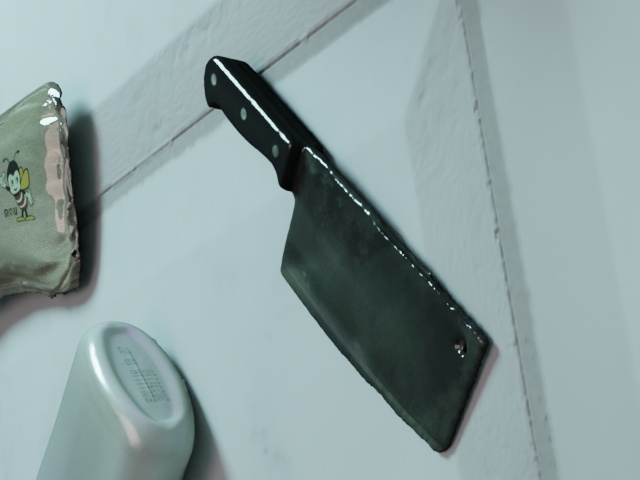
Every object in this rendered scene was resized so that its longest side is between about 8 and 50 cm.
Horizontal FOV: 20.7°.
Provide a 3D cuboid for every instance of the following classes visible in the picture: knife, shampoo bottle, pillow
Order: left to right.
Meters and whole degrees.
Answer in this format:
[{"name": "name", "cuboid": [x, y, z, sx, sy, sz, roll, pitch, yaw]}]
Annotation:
[{"name": "pillow", "cuboid": [-0.205, -0.020, 1.118, 0.232, 0.038, 0.131, -12, 83, 57]}, {"name": "shampoo bottle", "cuboid": [-0.126, 0.155, 0.970, 0.108, 0.051, 0.221, 55, 135, 41]}, {"name": "knife", "cuboid": [0.000, 0.000, 0.787, 0.245, 0.019, 0.072, 52, 134, 44]}]
